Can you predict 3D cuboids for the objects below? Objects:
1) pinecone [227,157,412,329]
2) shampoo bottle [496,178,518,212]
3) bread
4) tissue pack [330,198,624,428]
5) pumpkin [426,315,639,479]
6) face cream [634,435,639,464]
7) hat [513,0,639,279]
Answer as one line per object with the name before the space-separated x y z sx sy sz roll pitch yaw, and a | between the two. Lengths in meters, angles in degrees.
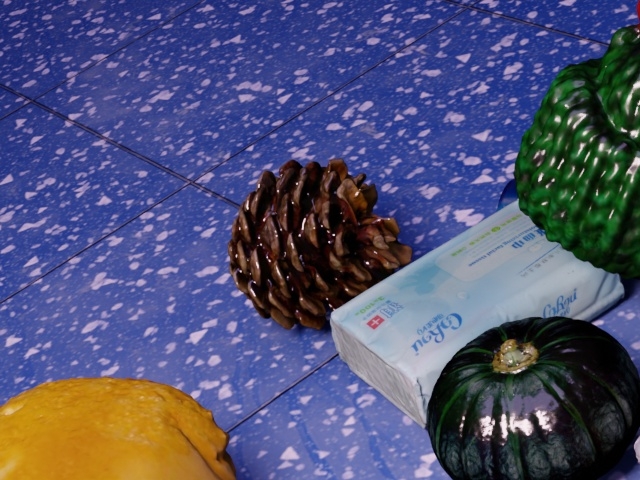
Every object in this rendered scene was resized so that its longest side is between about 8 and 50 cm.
pinecone | -0.004 -0.003 1.843 0.179 0.184 0.204 -24 -11 -46
shampoo bottle | 0.292 -0.044 1.882 0.183 0.050 0.087 -2 33 29
bread | -0.248 0.282 1.488 0.361 0.250 0.394 -6 32 21
tissue pack | 0.158 0.066 1.750 0.263 0.089 0.177 -32 34 -17
pumpkin | 0.193 0.150 1.547 0.202 0.140 0.202 -14 29 8
face cream | 0.395 0.121 1.535 0.107 0.073 0.269 13 44 44
hat | 0.350 -0.136 1.653 0.242 0.332 0.274 30 28 17
